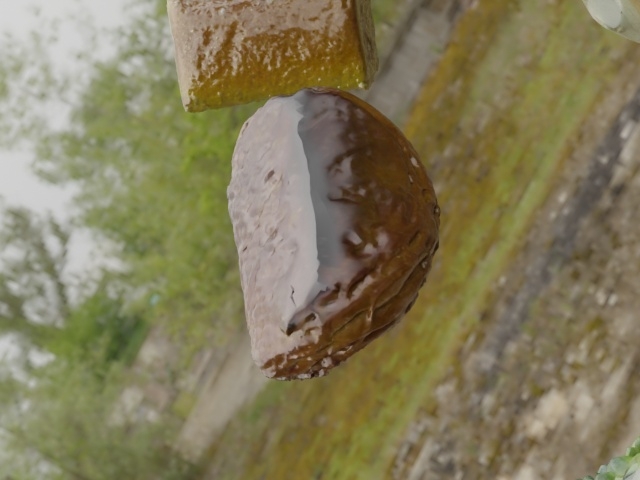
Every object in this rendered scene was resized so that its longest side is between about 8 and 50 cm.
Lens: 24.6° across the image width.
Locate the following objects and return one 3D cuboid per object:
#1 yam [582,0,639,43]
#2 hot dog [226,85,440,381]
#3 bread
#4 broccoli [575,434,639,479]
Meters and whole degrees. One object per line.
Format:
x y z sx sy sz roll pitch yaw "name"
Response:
0.276 -0.195 0.791 0.300 0.066 0.066 -28 2 -4 "yam"
0.000 -0.002 1.008 0.160 0.099 0.227 -35 40 33 "hot dog"
-0.041 -0.183 1.285 0.103 0.172 0.132 -15 -83 -77 "bread"
0.243 0.185 0.671 0.302 0.249 0.375 -61 14 15 "broccoli"
